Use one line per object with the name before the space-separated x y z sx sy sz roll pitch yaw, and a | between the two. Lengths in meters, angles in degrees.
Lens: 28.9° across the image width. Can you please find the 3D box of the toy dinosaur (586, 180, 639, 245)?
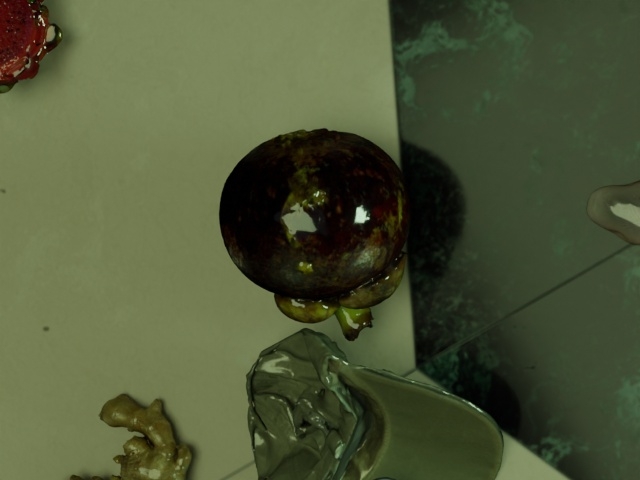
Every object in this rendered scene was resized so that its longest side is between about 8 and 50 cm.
toy dinosaur | 0.346 0.001 1.086 0.194 0.177 0.152 4 89 -6

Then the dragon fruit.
dragon fruit | -0.392 -0.250 1.393 0.207 0.150 0.133 32 75 25

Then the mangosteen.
mangosteen | 0.000 0.000 1.209 0.192 0.192 0.217 -2 112 23

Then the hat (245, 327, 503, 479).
hat | 0.047 0.194 1.253 0.244 0.149 0.214 13 116 -16

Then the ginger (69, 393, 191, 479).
ginger | -0.225 0.270 1.380 0.176 0.052 0.193 2 92 29

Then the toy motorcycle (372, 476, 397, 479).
toy motorcycle | 0.081 0.306 1.145 0.298 0.171 0.089 9 118 -5
